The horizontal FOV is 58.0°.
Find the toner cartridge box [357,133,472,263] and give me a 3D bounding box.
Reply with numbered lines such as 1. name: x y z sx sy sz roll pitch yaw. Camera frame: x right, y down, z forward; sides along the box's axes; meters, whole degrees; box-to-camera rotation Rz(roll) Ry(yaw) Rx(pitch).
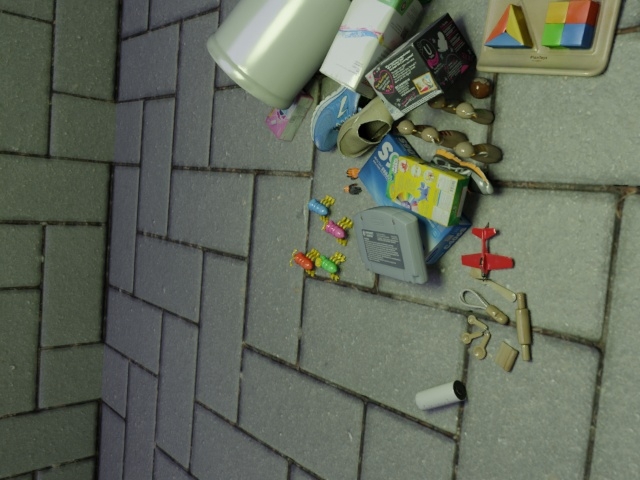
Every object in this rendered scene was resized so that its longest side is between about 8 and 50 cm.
1. toner cartridge box: 0.249 -0.118 1.593 0.165 0.075 0.348 -54 53 34

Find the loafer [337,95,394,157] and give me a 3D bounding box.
1. loafer: 0.125 -0.311 1.648 0.268 0.102 0.092 -43 27 53

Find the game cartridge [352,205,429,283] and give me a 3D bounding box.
1. game cartridge: 0.187 0.004 1.587 0.294 0.060 0.196 14 123 65

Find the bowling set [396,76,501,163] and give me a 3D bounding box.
1. bowling set: 0.331 -0.321 1.446 0.287 0.154 0.200 28 110 44

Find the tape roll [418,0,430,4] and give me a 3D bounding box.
1. tape roll: 0.268 -0.818 1.576 0.321 0.077 0.321 1 91 48

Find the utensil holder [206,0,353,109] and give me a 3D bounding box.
1. utensil holder: -0.104 -0.650 1.761 0.385 0.327 0.327 -45 57 23

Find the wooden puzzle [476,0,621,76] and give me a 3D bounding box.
1. wooden puzzle: 0.511 -0.556 1.305 0.322 0.080 0.348 21 105 46

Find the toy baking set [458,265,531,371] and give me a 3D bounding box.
1. toy baking set: 0.427 0.192 1.430 0.197 0.030 0.256 -2 88 48

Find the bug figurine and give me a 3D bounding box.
1. bug figurine: 0.000 0.000 1.869 0.216 0.072 0.279 29 110 44

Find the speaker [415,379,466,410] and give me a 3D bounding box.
1. speaker: 0.318 0.412 1.530 0.136 0.055 0.055 -34 66 43

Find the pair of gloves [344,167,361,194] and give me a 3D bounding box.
1. pair of gloves: 0.103 -0.185 1.802 0.074 0.010 0.083 10 98 47

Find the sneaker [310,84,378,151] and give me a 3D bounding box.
1. sneaker: 0.088 -0.386 1.733 0.330 0.130 0.147 -51 52 34

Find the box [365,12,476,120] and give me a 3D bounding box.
1. box: 0.251 -0.437 1.442 0.163 0.247 0.142 -23 108 45

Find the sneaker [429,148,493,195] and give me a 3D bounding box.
1. sneaker: 0.350 -0.157 1.463 0.083 0.084 0.215 -47 40 -2

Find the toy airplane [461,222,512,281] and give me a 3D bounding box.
1. toy airplane: 0.412 0.028 1.443 0.151 0.028 0.151 -7 81 49

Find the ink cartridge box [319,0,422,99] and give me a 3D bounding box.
1. ink cartridge box: 0.134 -0.529 1.509 0.117 0.201 0.278 32 106 15

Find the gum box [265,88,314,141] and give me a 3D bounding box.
1. gum box: -0.107 -0.453 1.994 0.107 0.062 0.188 55 127 32

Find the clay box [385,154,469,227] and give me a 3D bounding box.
1. clay box: 0.265 -0.134 1.469 0.222 0.053 0.127 33 124 43
